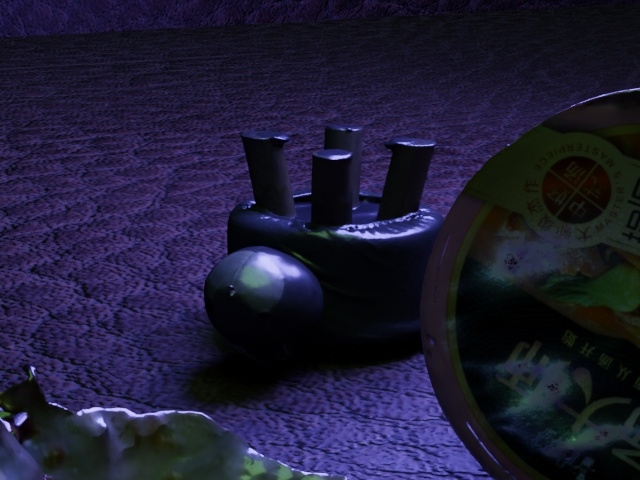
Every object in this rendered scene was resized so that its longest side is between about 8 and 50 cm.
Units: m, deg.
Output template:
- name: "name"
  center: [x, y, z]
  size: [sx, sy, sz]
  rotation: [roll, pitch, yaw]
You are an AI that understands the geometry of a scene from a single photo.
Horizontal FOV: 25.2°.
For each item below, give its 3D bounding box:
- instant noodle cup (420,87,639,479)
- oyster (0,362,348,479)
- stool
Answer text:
- name: "instant noodle cup"
  center: [0.194, 0.023, 0.833]
  size: [0.244, 0.244, 0.255]
  rotation: [7, 9, 13]
- name: "oyster"
  center: [-0.014, 0.151, 0.491]
  size: [0.198, 0.133, 0.337]
  rotation: [-3, 20, -25]
- name: "stool"
  center: [0.009, 0.001, 0.983]
  size: [0.153, 0.139, 0.228]
  rotation: [3, 14, 6]
